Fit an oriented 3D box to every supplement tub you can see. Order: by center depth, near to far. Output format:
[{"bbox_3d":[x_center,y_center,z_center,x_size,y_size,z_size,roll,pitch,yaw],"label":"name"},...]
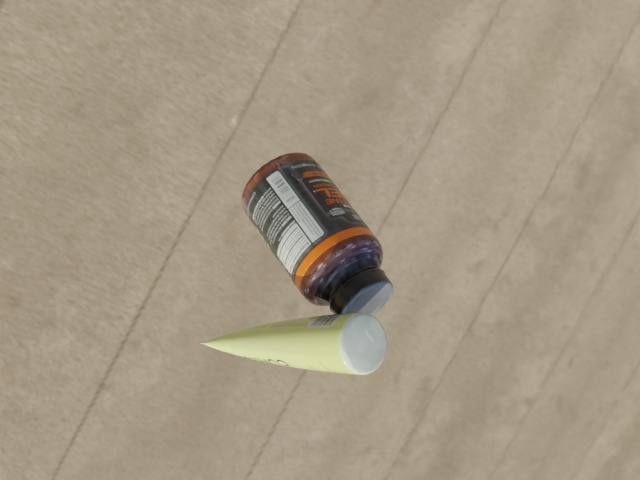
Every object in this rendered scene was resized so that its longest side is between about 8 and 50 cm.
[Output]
[{"bbox_3d":[0.000,0.000,1.023,0.106,0.198,0.106,-27,150,-17],"label":"supplement tub"}]

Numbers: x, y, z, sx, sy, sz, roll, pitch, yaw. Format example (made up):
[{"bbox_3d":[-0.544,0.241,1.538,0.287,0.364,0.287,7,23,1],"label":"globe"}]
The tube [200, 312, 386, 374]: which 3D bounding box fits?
[{"bbox_3d":[-0.028,0.111,0.976,0.070,0.240,0.062,50,59,-23],"label":"tube"}]
